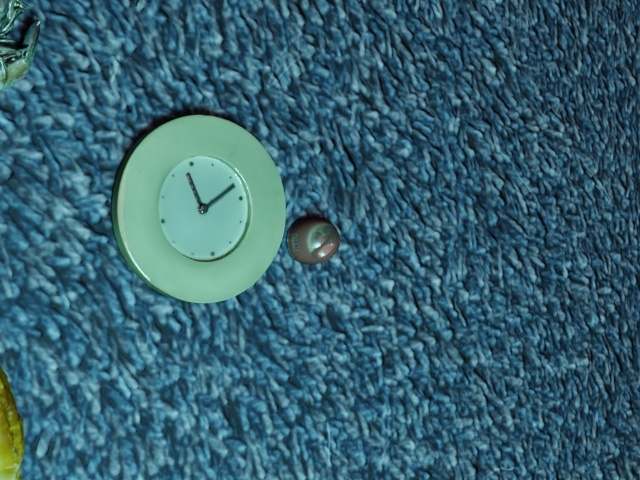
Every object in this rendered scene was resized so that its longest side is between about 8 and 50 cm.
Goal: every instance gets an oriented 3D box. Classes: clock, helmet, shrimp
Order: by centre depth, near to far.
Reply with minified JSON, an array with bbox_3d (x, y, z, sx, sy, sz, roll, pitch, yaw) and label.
[{"bbox_3d":[-0.344,-0.234,1.143,0.091,0.034,0.161,31,79,-45],"label":"shrimp"},{"bbox_3d":[-0.147,-0.038,1.295,0.235,0.029,0.234,0,89,-35],"label":"clock"},{"bbox_3d":[0.002,0.000,1.391,0.084,0.049,0.065,-10,96,-36],"label":"helmet"}]

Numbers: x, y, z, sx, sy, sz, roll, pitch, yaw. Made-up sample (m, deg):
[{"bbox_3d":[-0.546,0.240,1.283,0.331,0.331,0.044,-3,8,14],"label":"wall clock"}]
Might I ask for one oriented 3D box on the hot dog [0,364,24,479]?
[{"bbox_3d":[-0.408,0.116,0.936,0.367,0.196,0.365,-70,139,-72],"label":"hot dog"}]
